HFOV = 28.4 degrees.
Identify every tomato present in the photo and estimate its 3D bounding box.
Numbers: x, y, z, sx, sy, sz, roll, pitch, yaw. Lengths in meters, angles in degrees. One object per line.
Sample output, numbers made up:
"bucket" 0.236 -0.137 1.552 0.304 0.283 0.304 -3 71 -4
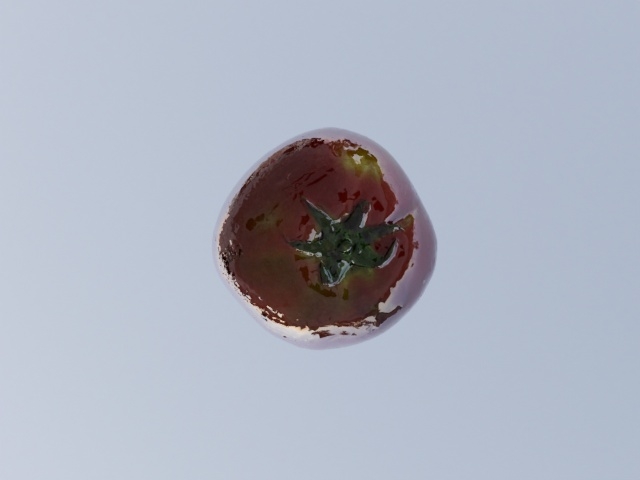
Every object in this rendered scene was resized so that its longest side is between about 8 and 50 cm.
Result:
"tomato" 0.000 0.000 0.499 0.075 0.087 0.087 -150 -105 -71
